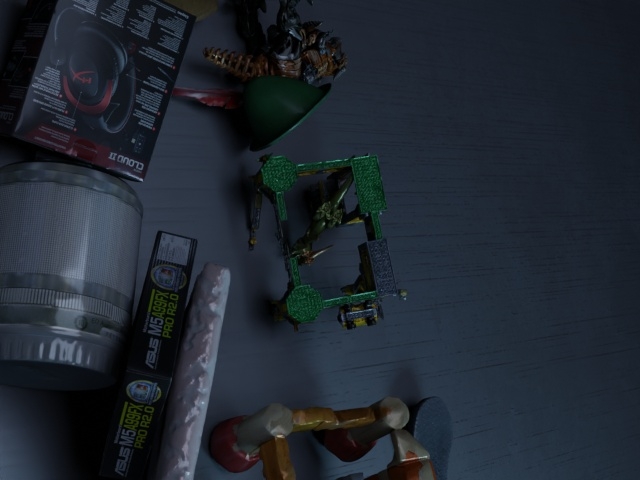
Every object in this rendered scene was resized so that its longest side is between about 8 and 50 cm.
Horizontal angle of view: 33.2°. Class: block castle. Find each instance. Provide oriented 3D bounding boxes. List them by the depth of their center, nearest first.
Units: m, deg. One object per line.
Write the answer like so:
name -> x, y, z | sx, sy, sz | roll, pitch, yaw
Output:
block castle -> 0.018, 0.473, 1.638 | 0.303, 0.213, 0.453 | 1, 65, -32

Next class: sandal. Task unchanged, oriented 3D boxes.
sandal -> 0.189, 0.412, 1.954 | 0.097, 0.054, 0.254 | 5, 83, -36

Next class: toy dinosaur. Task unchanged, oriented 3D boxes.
toy dinosaur -> -0.066, -0.343, 1.876 | 0.322, 0.164, 0.218 | -29, 115, -66

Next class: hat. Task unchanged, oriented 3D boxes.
hat -> -0.108, -0.266, 1.790 | 0.183, 0.173, 0.208 | 51, 43, -15

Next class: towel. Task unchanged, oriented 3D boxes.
towel -> -0.193, 0.233, 1.468 | 0.053, 0.317, 0.332 | 12, 66, -10

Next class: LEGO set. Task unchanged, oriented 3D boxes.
LEGO set -> 0.000, 0.000, 1.845 | 0.255, 0.192, 0.331 | -17, 86, -16

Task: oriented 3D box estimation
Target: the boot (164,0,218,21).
boot -> -0.271, -0.381, 1.720 | 0.305, 0.112, 0.115 | -34, 114, -45

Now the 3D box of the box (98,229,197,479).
box -> -0.231, 0.153, 1.449 | 0.060, 0.216, 0.270 | 14, 40, -10

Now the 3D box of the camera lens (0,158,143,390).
camera lens -> -0.353, 0.045, 1.418 | 0.219, 0.219, 0.274 | 19, 65, -39

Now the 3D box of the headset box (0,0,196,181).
headset box -> -0.334, -0.228, 1.550 | 0.218, 0.110, 0.293 | 19, 87, -38
